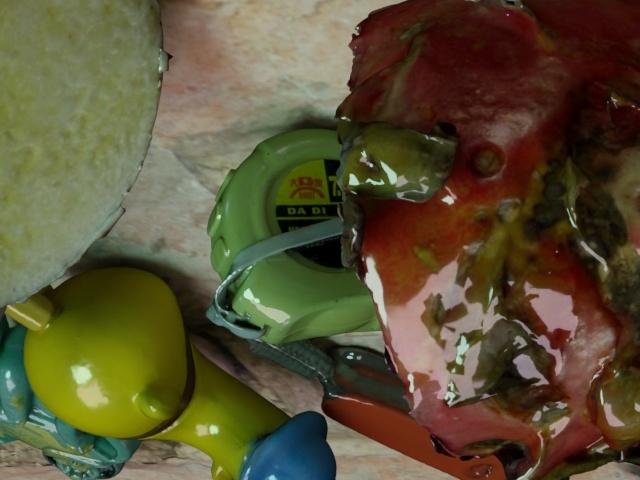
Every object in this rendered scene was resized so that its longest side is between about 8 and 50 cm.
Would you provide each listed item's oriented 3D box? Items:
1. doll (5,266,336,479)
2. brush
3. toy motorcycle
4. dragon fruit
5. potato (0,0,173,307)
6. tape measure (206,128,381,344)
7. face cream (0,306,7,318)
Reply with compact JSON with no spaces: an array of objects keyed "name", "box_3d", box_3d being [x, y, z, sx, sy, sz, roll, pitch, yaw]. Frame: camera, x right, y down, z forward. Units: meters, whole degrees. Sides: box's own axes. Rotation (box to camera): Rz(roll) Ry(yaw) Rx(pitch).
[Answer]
[{"name":"doll","box_3d":[-0.133,0.115,1.495,0.363,0.145,0.199,34,-172,-15]},{"name":"brush","box_3d":[0.074,0.151,1.534,0.323,0.051,0.070,27,150,-17]},{"name":"toy motorcycle","box_3d":[-0.264,0.142,1.633,0.198,0.109,0.296,-20,135,42]},{"name":"dragon fruit","box_3d":[0.176,-0.037,1.013,0.263,0.314,0.296,-15,116,18]},{"name":"potato","box_3d":[-0.222,-0.107,1.132,0.239,0.299,0.116,3,-161,-24]},{"name":"tape measure","box_3d":[0.000,0.000,1.230,0.178,0.154,0.087,-7,159,-21]},{"name":"face cream","box_3d":[-0.397,-0.028,1.221,0.219,0.312,0.357,-22,114,47]}]
